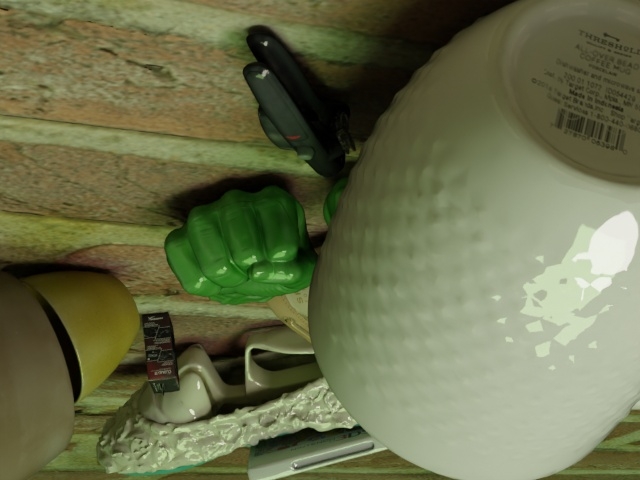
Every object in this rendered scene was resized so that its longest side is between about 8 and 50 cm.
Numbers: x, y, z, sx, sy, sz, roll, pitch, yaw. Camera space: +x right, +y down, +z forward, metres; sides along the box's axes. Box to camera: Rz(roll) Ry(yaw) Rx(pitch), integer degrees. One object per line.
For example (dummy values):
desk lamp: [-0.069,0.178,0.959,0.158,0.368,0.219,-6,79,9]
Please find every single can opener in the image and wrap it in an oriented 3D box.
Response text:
can opener: [-0.020,-0.096,1.150,0.073,0.059,0.186,-10,161,11]

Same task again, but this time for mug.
mug: [0.196,0.010,1.113,0.374,0.276,0.328,30,146,7]

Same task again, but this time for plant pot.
plant pot: [-0.235,0.082,1.519,0.095,0.134,0.134,-28,175,-34]
plant pot: [-0.394,0.154,1.427,0.280,0.323,0.323,-20,170,-32]

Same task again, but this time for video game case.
video game case: [0.018,0.212,1.878,0.206,0.026,0.227,-16,-164,7]

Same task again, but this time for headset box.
headset box: [-0.176,0.129,1.706,0.032,0.083,0.062,-6,162,-2]

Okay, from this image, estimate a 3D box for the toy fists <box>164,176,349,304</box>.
toy fists: [0.000,0.000,1.380,0.279,0.096,0.142,-7,159,5]

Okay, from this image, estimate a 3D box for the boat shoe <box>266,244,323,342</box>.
boat shoe: [0.054,0.086,1.629,0.110,0.122,0.341,-10,151,25]

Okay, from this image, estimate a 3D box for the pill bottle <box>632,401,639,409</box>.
pill bottle: [0.292,0.030,1.364,0.121,0.221,0.121,-6,161,-2]

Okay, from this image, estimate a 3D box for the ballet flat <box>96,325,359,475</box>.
ballet flat: [-0.088,0.167,1.821,0.408,0.147,0.147,-14,160,11]
